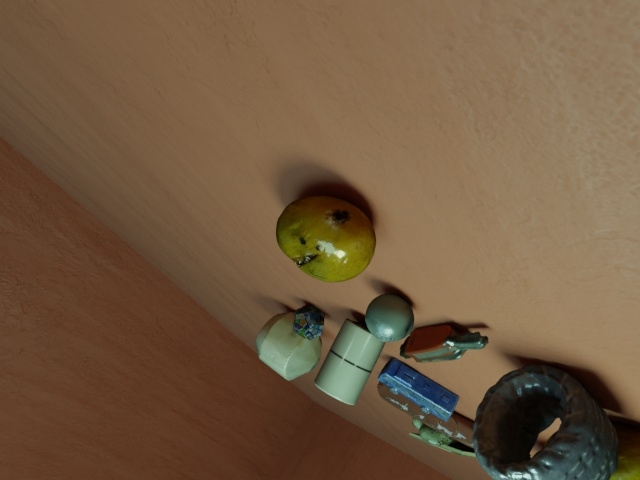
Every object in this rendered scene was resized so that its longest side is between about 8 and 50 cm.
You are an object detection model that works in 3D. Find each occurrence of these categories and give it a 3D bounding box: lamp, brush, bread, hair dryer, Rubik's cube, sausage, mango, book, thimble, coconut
[{"bbox_3d":[0.148,0.166,1.044,0.105,0.105,0.105,30,159,13],"label":"lamp"},{"bbox_3d":[0.252,0.220,1.057,0.051,0.070,0.323,36,156,-7],"label":"brush"},{"bbox_3d":[0.413,0.657,1.699,0.173,0.064,0.232,17,178,1],"label":"bread"},{"bbox_3d":[0.108,0.351,1.432,0.128,0.203,0.362,25,174,18],"label":"hair dryer"},{"bbox_3d":[-0.038,0.255,1.525,0.111,0.111,0.093,56,179,-43],"label":"Rubik's cube"},{"bbox_3d":[0.374,0.575,1.607,0.433,0.088,0.088,22,155,33],"label":"sausage"},{"bbox_3d":[0.553,0.423,0.922,0.130,0.167,0.262,56,158,-13],"label":"mango"},{"bbox_3d":[-0.003,0.004,0.899,0.177,0.120,0.295,40,159,-7],"label":"mango"},{"bbox_3d":[0.498,0.744,1.756,0.228,0.018,0.322,17,164,-18],"label":"book"},{"bbox_3d":[0.407,0.361,0.882,0.172,0.236,0.205,46,148,-19],"label":"thimble"},{"bbox_3d":[-0.098,0.372,1.711,0.241,0.241,0.241,30,159,13],"label":"coconut"}]

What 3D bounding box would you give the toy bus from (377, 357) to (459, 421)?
[{"bbox_3d":[0.292,0.439,1.460,0.237,0.079,0.094,29,142,15],"label":"toy bus"}]
